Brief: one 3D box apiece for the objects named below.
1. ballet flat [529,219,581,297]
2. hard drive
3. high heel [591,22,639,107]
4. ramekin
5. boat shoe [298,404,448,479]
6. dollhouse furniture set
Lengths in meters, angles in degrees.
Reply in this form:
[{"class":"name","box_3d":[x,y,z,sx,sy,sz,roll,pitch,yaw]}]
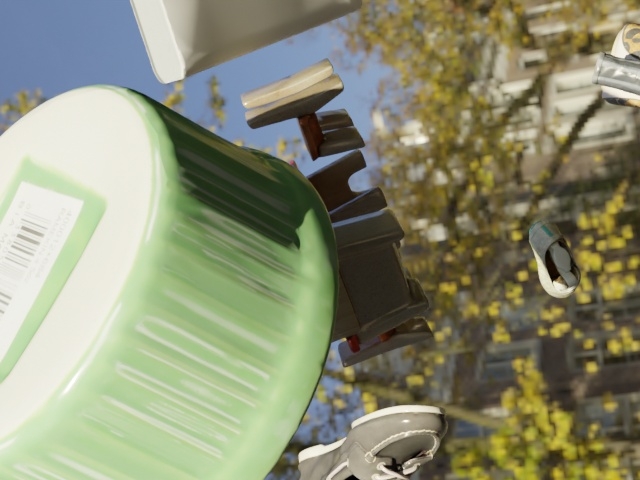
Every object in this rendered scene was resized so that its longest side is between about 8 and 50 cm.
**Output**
[{"class":"ballet flat","box_3d":[0.328,0.038,1.680,0.052,0.057,0.168,50,177,45]},{"class":"hard drive","box_3d":[-0.078,-0.289,1.189,0.307,0.040,0.203,-32,-71,-49]},{"class":"high heel","box_3d":[0.416,-0.180,1.383,0.261,0.186,0.093,-34,-41,-65]},{"class":"ramekin","box_3d":[-0.148,0.045,0.810,0.148,0.303,0.303,33,-133,-40]},{"class":"boat shoe","box_3d":[0.066,0.282,1.513,0.335,0.112,0.096,138,132,-58]},{"class":"dollhouse furniture set","box_3d":[0.000,0.000,1.104,0.259,0.135,0.262,-109,-2,-68]}]
